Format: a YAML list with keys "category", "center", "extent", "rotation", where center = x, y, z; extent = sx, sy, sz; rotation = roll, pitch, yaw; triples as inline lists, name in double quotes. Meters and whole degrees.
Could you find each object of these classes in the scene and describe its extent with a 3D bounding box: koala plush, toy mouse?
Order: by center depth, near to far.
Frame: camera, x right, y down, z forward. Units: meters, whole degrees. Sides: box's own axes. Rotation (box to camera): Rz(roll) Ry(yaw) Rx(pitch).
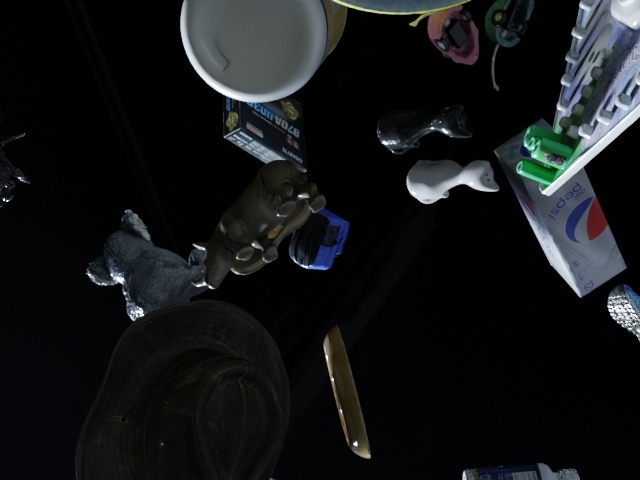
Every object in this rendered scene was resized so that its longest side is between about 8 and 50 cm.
- category: "toy mouse"
  center: [0.139, -0.198, 0.825]
  extent: [0.161, 0.031, 0.143]
  rotation: [-36, -49, -22]
- category: "koala plush"
  center: [-0.355, 0.057, 1.875]
  extent: [0.196, 0.221, 0.203]
  rotation: [-53, -18, 14]

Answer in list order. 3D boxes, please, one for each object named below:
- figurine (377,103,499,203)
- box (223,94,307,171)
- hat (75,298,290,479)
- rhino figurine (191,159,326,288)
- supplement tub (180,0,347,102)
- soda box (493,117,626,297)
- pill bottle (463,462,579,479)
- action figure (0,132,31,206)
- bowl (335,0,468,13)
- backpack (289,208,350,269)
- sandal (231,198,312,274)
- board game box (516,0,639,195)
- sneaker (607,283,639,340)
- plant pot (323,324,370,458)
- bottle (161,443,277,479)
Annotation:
- category: "figurine"
  center: [0.246, -0.176, 1.874]
  extent: [0.092, 0.209, 0.215]
  rotation: [-47, -63, -30]
- category: "box"
  center: [-0.118, -0.255, 1.982]
  extent: [0.220, 0.051, 0.175]
  rotation: [30, -133, -46]
- category: "hat"
  center: [-0.128, 0.241, 1.144]
  extent: [0.331, 0.134, 0.331]
  rotation: [-4, -83, -41]
- category: "rhino figurine"
  center: [-0.102, -0.017, 1.323]
  extent: [0.243, 0.106, 0.073]
  rotation: [-45, -43, 20]
- category: "supplement tub"
  center: [-0.084, -0.391, 1.618]
  extent: [0.331, 0.241, 0.241]
  rotation: [-67, -25, -65]
- category: "soda box"
  center: [0.371, -0.044, 1.430]
  extent: [0.091, 0.098, 0.286]
  rotation: [-34, -52, 3]
- category: "pill bottle"
  center: [0.306, 0.388, 1.417]
  extent: [0.094, 0.169, 0.094]
  rotation: [-5, -90, -87]
- category: "action figure"
  center: [-0.585, -0.070, 1.507]
  extent: [0.164, 0.141, 0.276]
  rotation: [38, -109, -46]
- category: "bowl"
  center: [0.061, -0.336, 0.700]
  extent: [0.156, 0.289, 0.289]
  rotation: [-110, -1, -50]
- category: "backpack"
  center: [0.000, 0.000, 1.895]
  extent: [0.101, 0.098, 0.120]
  rotation: [11, -76, -40]
- category: "sandal"
  center: [-0.088, -0.017, 1.533]
  extent: [0.180, 0.072, 0.049]
  rotation: [-44, -46, -18]
- category: "board game box"
  center: [0.341, -0.293, 1.000]
  extent: [0.390, 0.050, 0.390]
  rotation: [123, 166, -65]
- category: "sneaker"
  center: [0.548, 0.121, 1.577]
  extent: [0.162, 0.063, 0.073]
  rotation: [42, -109, -24]
- category: "plant pot"
  center: [0.042, 0.265, 1.624]
  extent: [0.236, 0.032, 0.236]
  rotation: [166, 90, -88]
- category: "bottle"
  center: [-0.174, 0.445, 1.679]
  extent: [0.118, 0.282, 0.092]
  rotation: [-19, -50, -82]
